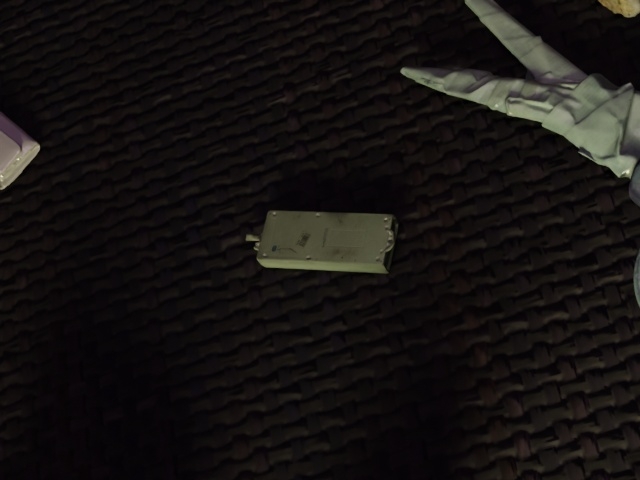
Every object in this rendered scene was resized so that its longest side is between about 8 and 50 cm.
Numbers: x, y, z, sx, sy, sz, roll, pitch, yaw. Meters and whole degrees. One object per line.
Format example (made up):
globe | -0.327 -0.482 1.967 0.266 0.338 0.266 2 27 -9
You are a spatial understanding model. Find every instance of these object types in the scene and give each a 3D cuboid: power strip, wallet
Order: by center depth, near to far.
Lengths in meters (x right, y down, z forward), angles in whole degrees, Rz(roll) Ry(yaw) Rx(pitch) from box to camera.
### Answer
power strip | 0.000 0.000 1.134 0.136 0.019 0.051 1 67 24
wallet | -0.325 -0.099 1.324 0.122 0.025 0.061 35 76 33

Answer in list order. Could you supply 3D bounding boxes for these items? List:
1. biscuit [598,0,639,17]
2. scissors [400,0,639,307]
biscuit | 0.186 -0.283 1.144 0.062 0.108 0.239 -43 56 -4
scissors | 0.229 -0.098 1.080 0.383 0.029 0.256 35 82 34
